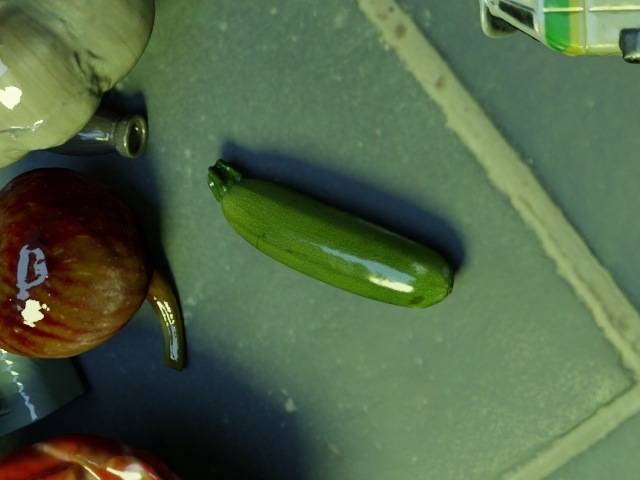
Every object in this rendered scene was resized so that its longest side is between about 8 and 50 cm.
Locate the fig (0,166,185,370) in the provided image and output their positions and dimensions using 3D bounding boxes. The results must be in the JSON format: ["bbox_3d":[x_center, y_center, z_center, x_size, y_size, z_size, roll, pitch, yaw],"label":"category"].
[{"bbox_3d":[-0.212,0.025,1.586,0.175,0.207,0.175,-173,90,-65],"label":"fig"}]

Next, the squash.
[{"bbox_3d":[0.000,0.000,1.503,0.252,0.066,0.066,23,112,22],"label":"squash"}]

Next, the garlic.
[{"bbox_3d":[-0.285,-0.210,1.500,0.322,0.241,0.321,-1,88,40],"label":"garlic"}]

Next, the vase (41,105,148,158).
[{"bbox_3d":[-0.213,-0.102,1.596,0.101,0.053,0.053,8,106,21],"label":"vase"}]

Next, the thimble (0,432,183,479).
[{"bbox_3d":[-0.215,0.359,1.532,0.350,0.230,0.350,-1,67,3],"label":"thimble"}]

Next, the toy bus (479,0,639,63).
[{"bbox_3d":[0.193,-0.286,1.288,0.179,0.143,0.305,2,104,30],"label":"toy bus"}]

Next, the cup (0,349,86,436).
[{"bbox_3d":[-0.305,0.117,1.656,0.095,0.128,0.129,-26,92,29],"label":"cup"}]
